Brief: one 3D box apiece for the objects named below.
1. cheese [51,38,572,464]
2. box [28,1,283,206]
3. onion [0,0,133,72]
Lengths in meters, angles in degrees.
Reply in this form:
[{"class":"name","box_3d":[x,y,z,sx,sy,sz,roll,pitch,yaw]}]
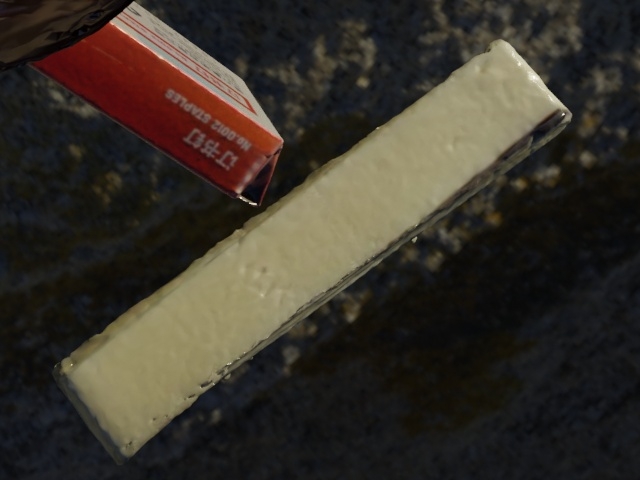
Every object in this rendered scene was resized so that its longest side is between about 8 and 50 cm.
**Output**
[{"class":"cheese","box_3d":[-0.001,0.000,0.986,0.400,0.085,0.034,-37,165,-13]},{"class":"box","box_3d":[-0.125,-0.112,0.822,0.229,0.123,0.050,34,102,-27]},{"class":"onion","box_3d":[-0.118,-0.159,0.335,0.219,0.252,0.252,-11,126,-48]}]
